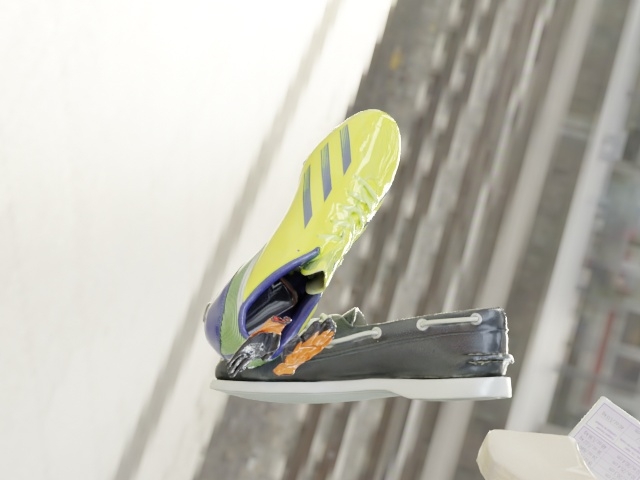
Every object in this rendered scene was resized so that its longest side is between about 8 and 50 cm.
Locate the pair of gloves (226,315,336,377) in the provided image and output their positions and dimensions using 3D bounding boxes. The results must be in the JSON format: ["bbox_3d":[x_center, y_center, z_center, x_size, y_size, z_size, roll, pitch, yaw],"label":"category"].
[{"bbox_3d":[-0.030,0.084,1.424,0.083,0.010,0.074,4,140,-43],"label":"pair of gloves"}]

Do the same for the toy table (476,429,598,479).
[{"bbox_3d":[0.243,0.214,1.326,0.252,0.274,0.161,-57,-153,38],"label":"toy table"}]

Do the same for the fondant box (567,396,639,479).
[{"bbox_3d":[0.221,0.341,1.813,0.330,0.096,0.238,-47,150,-13],"label":"fondant box"}]

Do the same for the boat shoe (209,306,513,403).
[{"bbox_3d":[0.038,0.110,1.774,0.114,0.303,0.091,26,63,-73],"label":"boat shoe"}]

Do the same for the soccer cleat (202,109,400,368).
[{"bbox_3d":[0.001,0.001,1.743,0.289,0.093,0.121,-54,-155,-13],"label":"soccer cleat"}]
